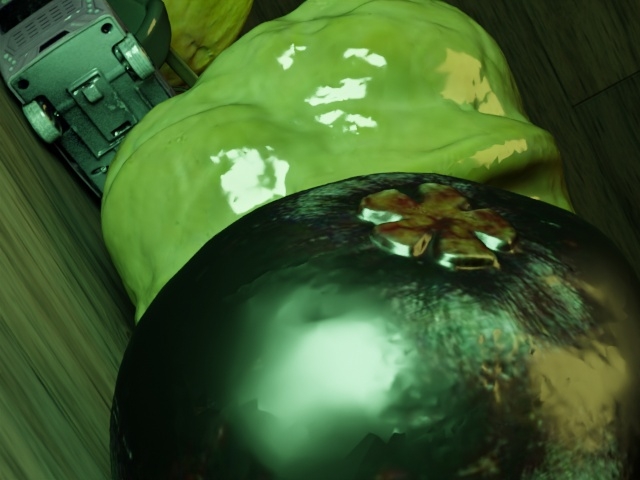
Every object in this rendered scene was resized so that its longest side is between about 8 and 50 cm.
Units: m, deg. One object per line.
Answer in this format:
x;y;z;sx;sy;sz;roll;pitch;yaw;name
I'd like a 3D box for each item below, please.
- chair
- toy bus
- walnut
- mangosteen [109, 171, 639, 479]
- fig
-0.131;-0.101;1.385;0.095;0.104;0.221;35;-14;26;chair
-0.134;-0.089;1.222;0.098;0.087;0.178;57;1;42;toy bus
0.017;0.007;1.131;0.282;0.277;0.253;59;-10;36;walnut
0.030;0.121;0.892;0.275;0.275;0.302;-112;-156;-61;mangosteen
-0.100;-0.236;1.551;0.159;0.257;0.159;46;5;-5;fig
